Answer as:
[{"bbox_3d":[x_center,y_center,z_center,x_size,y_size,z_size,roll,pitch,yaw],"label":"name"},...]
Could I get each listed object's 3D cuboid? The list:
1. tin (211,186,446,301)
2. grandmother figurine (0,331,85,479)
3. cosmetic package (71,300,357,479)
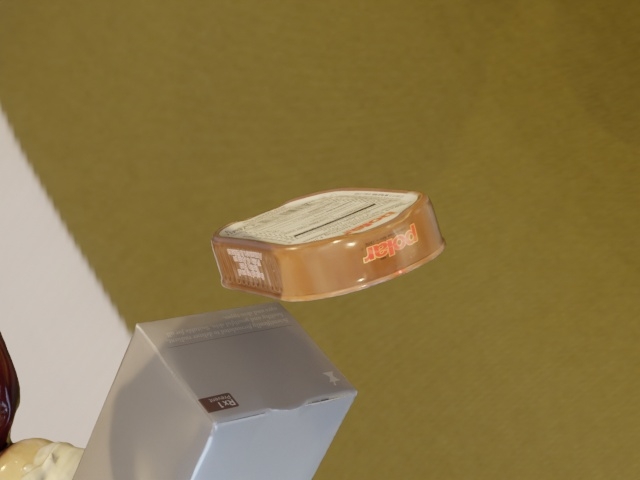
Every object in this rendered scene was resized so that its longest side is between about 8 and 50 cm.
[{"bbox_3d":[0.000,0.000,0.970,0.189,0.106,0.040,7,120,64],"label":"tin"},{"bbox_3d":[-0.308,0.123,1.256,0.342,0.104,0.208,36,122,10],"label":"grandmother figurine"},{"bbox_3d":[-0.087,0.163,1.060,0.107,0.127,0.238,44,123,34],"label":"cosmetic package"}]
